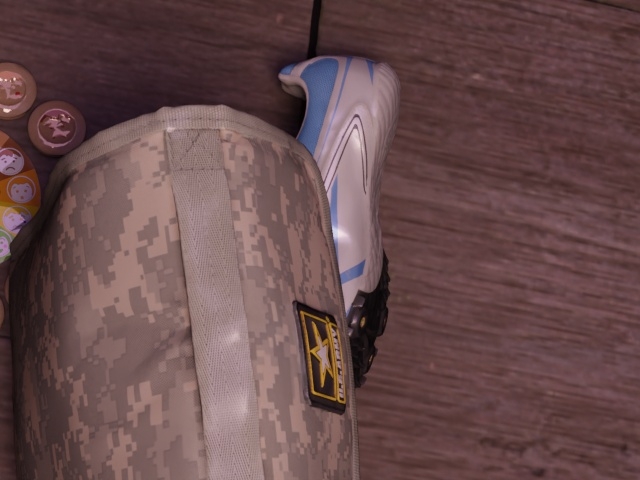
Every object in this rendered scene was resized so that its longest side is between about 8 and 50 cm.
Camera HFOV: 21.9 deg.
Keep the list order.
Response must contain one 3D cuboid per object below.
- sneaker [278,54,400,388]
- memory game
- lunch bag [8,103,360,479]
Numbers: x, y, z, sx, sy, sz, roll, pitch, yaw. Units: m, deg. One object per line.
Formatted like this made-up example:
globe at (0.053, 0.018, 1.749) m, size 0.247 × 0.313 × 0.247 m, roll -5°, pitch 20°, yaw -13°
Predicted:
sneaker at (0.000, 0.000, 1.036) m, size 0.086 × 0.085 × 0.237 m, roll 3°, pitch 78°, yaw 15°
memory game at (-0.221, -0.028, 1.020) m, size 0.186 × 0.012 × 0.186 m, roll 3°, pitch 76°, yaw -12°
lunch bag at (-0.070, 0.076, 0.879) m, size 0.169 × 0.287 × 0.235 m, roll -3°, pitch 78°, yaw -17°
